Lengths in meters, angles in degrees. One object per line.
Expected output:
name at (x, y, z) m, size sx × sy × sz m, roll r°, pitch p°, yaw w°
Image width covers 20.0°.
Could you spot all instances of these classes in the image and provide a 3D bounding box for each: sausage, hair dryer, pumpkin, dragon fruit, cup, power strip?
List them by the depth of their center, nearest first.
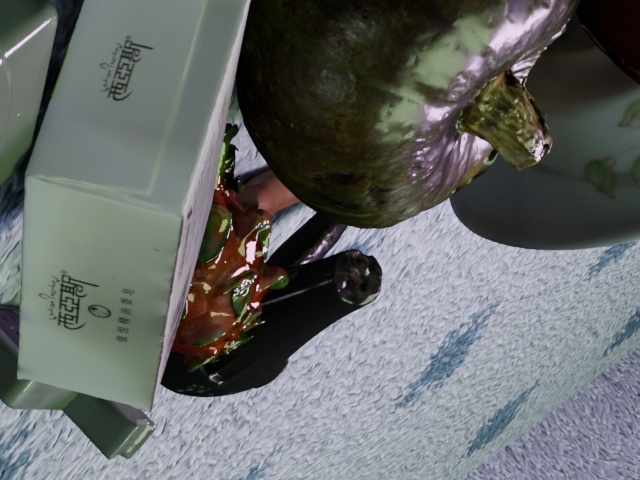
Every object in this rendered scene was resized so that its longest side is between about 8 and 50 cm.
pumpkin at (0.061, -0.129, 1.379) m, size 0.232 × 0.242 × 0.325 m, roll -36°, pitch 157°, yaw -53°
power strip at (-0.203, 0.120, 1.472) m, size 0.061 × 0.145 × 0.216 m, roll -50°, pitch 161°, yaw 9°
dragon fruit at (-0.108, -0.001, 1.480) m, size 0.137 × 0.135 × 0.235 m, roll -35°, pitch 138°, yaw -33°
sausage at (-0.027, -0.049, 1.660) m, size 0.177 × 0.047 × 0.040 m, roll -21°, pitch 131°, yaw -54°
hair dryer at (0.000, 0.000, 1.698) m, size 0.304 × 0.120 × 0.359 m, roll -31°, pitch -165°, yaw 47°
cup at (0.272, -0.149, 1.756) m, size 0.347 × 0.347 × 0.163 m, roll -36°, pitch 122°, yaw -28°

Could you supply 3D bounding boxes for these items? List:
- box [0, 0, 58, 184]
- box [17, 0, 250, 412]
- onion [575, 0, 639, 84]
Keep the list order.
box at (-0.219, -0.093, 1.034) m, size 0.093 × 0.124 × 0.172 m, roll -45°, pitch 166°, yaw -40°
box at (-0.129, -0.033, 1.231) m, size 0.260 × 0.111 × 0.194 m, roll 102°, pitch 1°, yaw -55°
onion at (0.432, -0.242, 1.440) m, size 0.398 × 0.420 × 0.398 m, roll -58°, pitch 176°, yaw -7°
